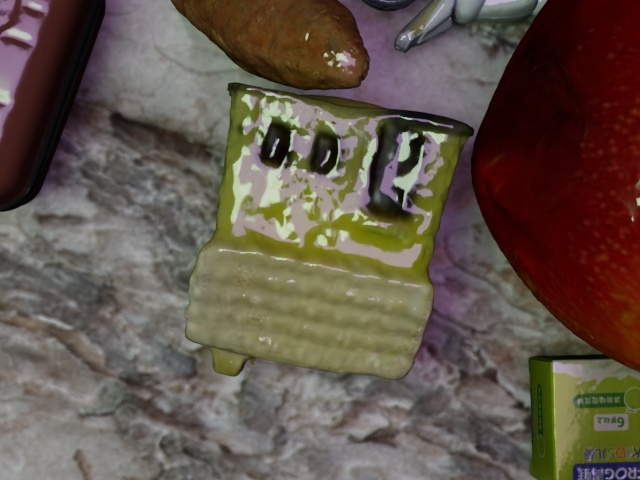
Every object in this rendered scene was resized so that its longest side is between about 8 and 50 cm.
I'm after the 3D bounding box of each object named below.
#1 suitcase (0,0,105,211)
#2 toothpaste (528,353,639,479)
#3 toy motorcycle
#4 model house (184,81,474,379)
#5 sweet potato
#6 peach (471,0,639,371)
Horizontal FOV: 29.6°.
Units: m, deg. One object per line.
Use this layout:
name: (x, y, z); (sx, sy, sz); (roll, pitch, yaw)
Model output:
suitcase: (-0.333, -0.165, 0.949); (0.297, 0.161, 0.236); (20, 87, -3)
toothpaste: (0.340, 0.149, 1.032); (0.327, 0.077, 0.110); (-1, 86, -5)
toy motorcycle: (0.142, -0.241, 1.035); (0.229, 0.074, 0.151); (-37, 85, -14)
model house: (0.000, 0.000, 0.980); (0.193, 0.175, 0.234); (11, 97, -5)
sweet potato: (-0.039, -0.177, 0.944); (0.097, 0.252, 0.097); (-16, 122, -27)
peach: (0.300, -0.069, 0.898); (0.388, 0.388, 0.388); (0, 88, -4)
